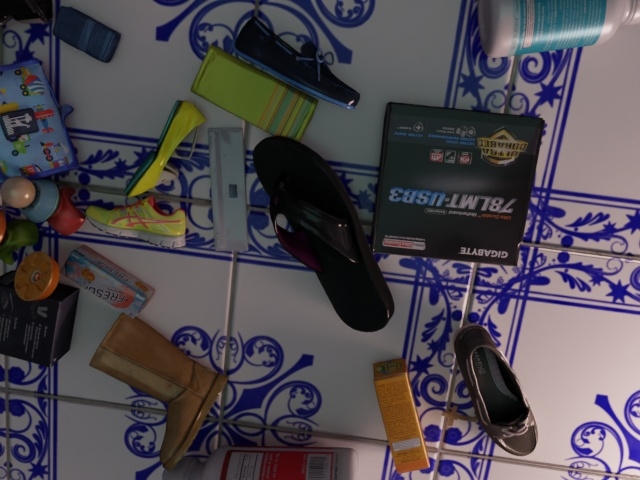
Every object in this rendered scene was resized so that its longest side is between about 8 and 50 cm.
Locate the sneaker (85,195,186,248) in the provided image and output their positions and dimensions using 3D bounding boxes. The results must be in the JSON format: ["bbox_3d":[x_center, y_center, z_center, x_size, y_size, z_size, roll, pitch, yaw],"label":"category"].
[{"bbox_3d":[-0.370,-0.050,1.231,0.208,0.081,0.094,13,98,-7],"label":"sneaker"}]

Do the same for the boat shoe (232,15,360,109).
[{"bbox_3d":[-0.036,-0.331,1.119,0.258,0.109,0.089,27,101,-6],"label":"boat shoe"}]

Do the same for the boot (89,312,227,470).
[{"bbox_3d":[-0.367,0.318,1.282,0.269,0.089,0.236,32,63,-7],"label":"boot"}]

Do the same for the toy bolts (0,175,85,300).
[{"bbox_3d":[-0.587,-0.017,1.171,0.228,0.158,0.218,-41,62,8],"label":"toy bolts"}]

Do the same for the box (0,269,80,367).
[{"bbox_3d":[-0.618,0.166,1.288,0.158,0.093,0.156,16,105,0],"label":"box"}]

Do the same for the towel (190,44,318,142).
[{"bbox_3d":[-0.129,-0.282,1.182,0.237,0.021,0.102,27,99,-3],"label":"towel"}]

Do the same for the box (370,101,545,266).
[{"bbox_3d":[0.257,-0.107,1.177,0.296,0.073,0.293,7,104,3],"label":"box"}]

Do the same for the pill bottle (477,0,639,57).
[{"bbox_3d":[0.417,-0.407,1.049,0.264,0.146,0.146,-5,104,5],"label":"pill bottle"}]

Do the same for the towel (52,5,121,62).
[{"bbox_3d":[-0.451,-0.397,1.165,0.119,0.029,0.067,28,104,-5],"label":"towel"}]

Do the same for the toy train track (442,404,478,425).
[{"bbox_3d":[0.307,0.388,1.331,0.083,0.014,0.048,13,98,-6],"label":"toy train track"}]

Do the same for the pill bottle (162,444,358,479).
[{"bbox_3d":[-0.122,0.558,1.290,0.408,0.229,0.229,0,105,4],"label":"pill bottle"}]

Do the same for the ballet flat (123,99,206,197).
[{"bbox_3d":[-0.303,-0.167,1.197,0.077,0.077,0.231,30,103,-21],"label":"ballet flat"}]

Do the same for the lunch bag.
[{"bbox_3d":[-0.630,-0.216,1.189,0.293,0.138,0.221,-17,102,-5],"label":"lunch bag"}]

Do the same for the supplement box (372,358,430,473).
[{"bbox_3d":[0.173,0.378,1.303,0.080,0.078,0.233,-15,104,7],"label":"supplement box"}]

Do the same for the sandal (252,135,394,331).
[{"bbox_3d":[0.002,0.001,1.169,0.167,0.107,0.445,-21,105,41],"label":"sandal"}]

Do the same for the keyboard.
[{"bbox_3d":[-0.188,-0.101,1.236,0.072,0.014,0.256,-1,105,-1],"label":"keyboard"}]

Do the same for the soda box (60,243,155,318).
[{"bbox_3d":[-0.447,0.086,1.272,0.183,0.063,0.058,33,103,-5],"label":"soda box"}]

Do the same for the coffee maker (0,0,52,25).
[{"bbox_3d":[-0.606,-0.449,1.089,0.178,0.171,0.120,-12,87,5],"label":"coffee maker"}]

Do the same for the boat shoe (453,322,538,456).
[{"bbox_3d":[0.373,0.333,1.267,0.112,0.095,0.335,-26,102,5],"label":"boat shoe"}]
